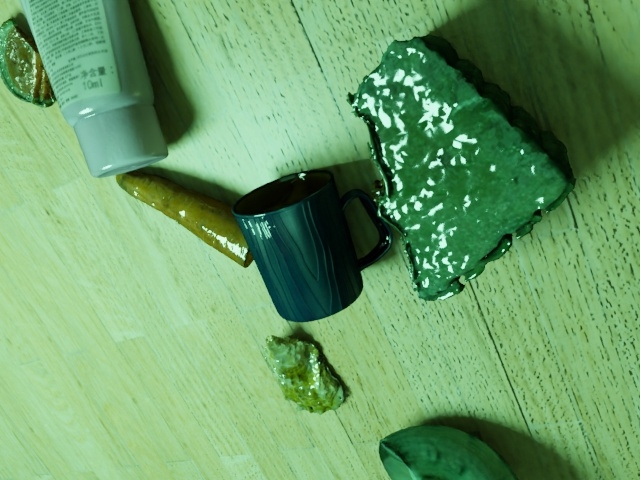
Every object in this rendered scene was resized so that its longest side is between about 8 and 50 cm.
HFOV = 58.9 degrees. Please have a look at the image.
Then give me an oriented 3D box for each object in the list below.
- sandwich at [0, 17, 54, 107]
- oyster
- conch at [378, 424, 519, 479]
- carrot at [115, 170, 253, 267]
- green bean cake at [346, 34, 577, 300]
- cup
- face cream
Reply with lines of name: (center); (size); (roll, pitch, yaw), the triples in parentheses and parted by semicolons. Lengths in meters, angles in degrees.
sandwich: (-0.365, -0.218, 0.694); (0.069, 0.026, 0.101); (16, 120, 13)
oyster: (-0.023, 0.186, 0.777); (0.122, 0.045, 0.146); (12, 121, -2)
conch: (0.174, 0.336, 0.726); (0.196, 0.134, 0.202); (39, 143, 48)
carrot: (-0.167, -0.040, 0.700); (0.210, 0.061, 0.061); (27, 123, 10)
green bean cake: (0.106, -0.072, 0.548); (0.208, 0.107, 0.193); (41, 126, -3)
cup: (-0.005, 0.005, 0.626); (0.150, 0.113, 0.138); (-8, 115, 26)
face cream: (-0.257, -0.211, 0.630); (0.154, 0.096, 0.273); (-13, 98, 28)
